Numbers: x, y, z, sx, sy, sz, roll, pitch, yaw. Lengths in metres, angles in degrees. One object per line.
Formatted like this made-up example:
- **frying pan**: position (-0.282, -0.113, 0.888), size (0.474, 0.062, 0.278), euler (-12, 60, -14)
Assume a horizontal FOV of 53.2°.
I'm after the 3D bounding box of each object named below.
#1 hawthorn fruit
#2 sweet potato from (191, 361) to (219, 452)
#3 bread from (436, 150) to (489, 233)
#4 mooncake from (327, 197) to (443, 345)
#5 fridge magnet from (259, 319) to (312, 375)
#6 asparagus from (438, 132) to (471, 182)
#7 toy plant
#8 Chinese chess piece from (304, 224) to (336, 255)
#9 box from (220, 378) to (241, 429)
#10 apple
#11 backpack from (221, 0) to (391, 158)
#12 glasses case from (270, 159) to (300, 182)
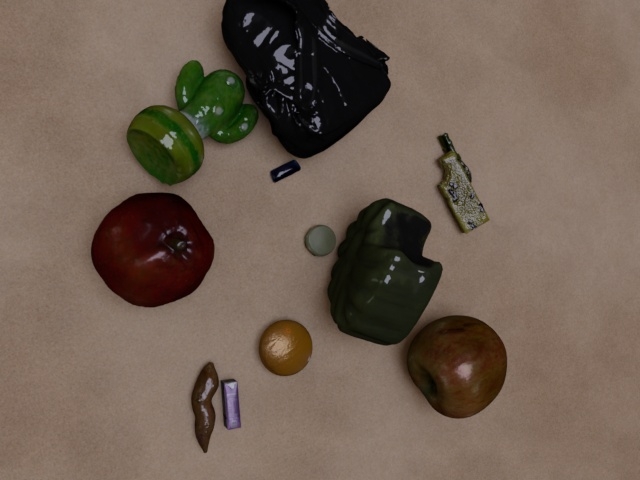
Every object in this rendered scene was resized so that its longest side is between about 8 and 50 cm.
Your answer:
- **hawthorn fruit**: position (-0.362, 0.019, 1.412), size (0.265, 0.307, 0.265), euler (1, 88, -26)
- **sweet potato**: position (-0.284, 0.406, 1.555), size (0.065, 0.051, 0.218), euler (6, 86, -21)
- **bread**: position (0.389, -0.135, 1.801), size (0.088, 0.049, 0.226), euler (-30, 97, 4)
- **mooncake**: position (0.145, 0.078, 1.577), size (0.187, 0.351, 0.351), euler (17, 83, -17)
- **fridge magnet**: position (-0.089, 0.272, 1.622), size (0.143, 0.063, 0.143), euler (1, 88, -21)
- **asparagus**: position (0.387, -0.232, 1.822), size (0.036, 0.030, 0.165), euler (-31, 99, 21)
- **toy plant**: position (-0.300, -0.295, 1.536), size (0.224, 0.184, 0.316), euler (51, 58, -15)
- **Chinese chess piece**: position (0.000, 0.000, 1.680), size (0.084, 0.034, 0.084), euler (2, 85, -20)
- **box**: position (-0.221, 0.403, 1.578), size (0.036, 0.050, 0.117), euler (-4, 91, -21)
- **apple**: position (0.366, 0.324, 1.680), size (0.264, 0.264, 0.264), euler (1, 88, -19)
- **backpack**: position (-0.050, -0.454, 1.566), size (0.363, 0.255, 0.445), euler (-43, 98, -29)
- **glasses case**: position (-0.091, -0.182, 1.660), size (0.083, 0.023, 0.033), euler (-29, 99, -18)
